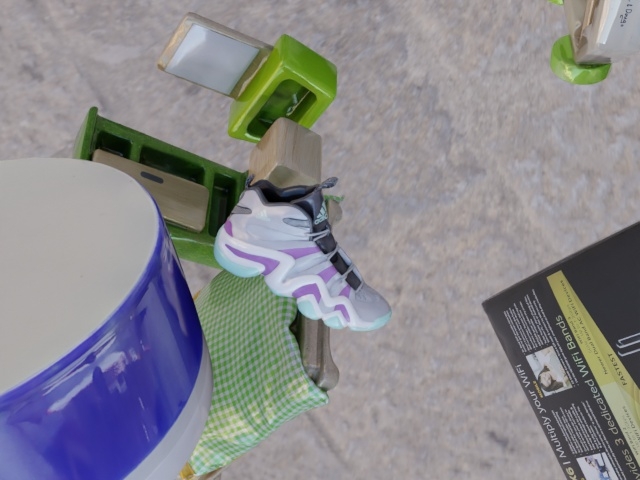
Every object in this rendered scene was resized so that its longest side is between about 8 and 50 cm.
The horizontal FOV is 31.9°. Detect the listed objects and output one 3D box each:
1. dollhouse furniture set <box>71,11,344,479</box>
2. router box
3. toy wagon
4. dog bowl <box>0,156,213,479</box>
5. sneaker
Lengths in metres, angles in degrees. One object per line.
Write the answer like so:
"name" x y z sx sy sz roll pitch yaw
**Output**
"dollhouse furniture set" -0.096 0.002 0.807 0.151 0.302 0.197 20 139 -23
"router box" 0.282 0.142 0.890 0.309 0.081 0.243 65 151 7
"toy wagon" 0.244 -0.318 0.982 0.068 0.344 0.267 2 137 2
"dog bowl" -0.195 0.064 0.583 0.264 0.265 0.104 -4 122 13
"sneaker" 0.000 0.000 0.558 0.098 0.038 0.069 25 116 -1
